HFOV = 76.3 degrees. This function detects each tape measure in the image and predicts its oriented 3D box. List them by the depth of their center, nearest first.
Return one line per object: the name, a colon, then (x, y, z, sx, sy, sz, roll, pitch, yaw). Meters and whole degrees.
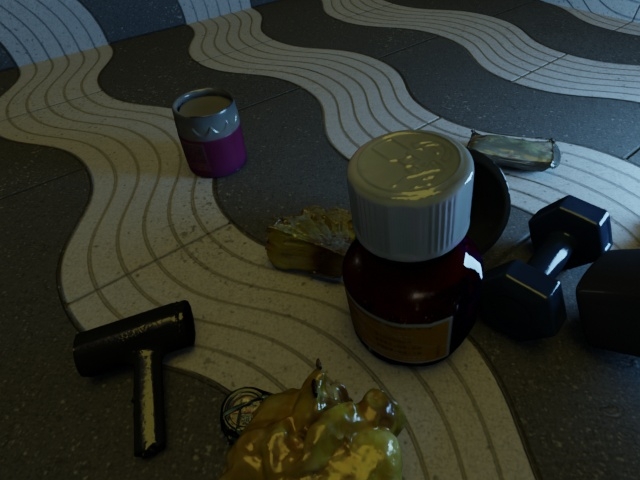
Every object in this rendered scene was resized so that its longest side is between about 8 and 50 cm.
tape measure: (-0.112, 0.280, 0.655, 0.094, 0.054, 0.091, 6, 44, 0)

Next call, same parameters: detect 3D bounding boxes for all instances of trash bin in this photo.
trash bin: (0.597, 0.102, 0.645, 0.209, 0.182, 0.290, -31, 17, -32)

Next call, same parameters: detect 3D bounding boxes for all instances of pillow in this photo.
pillow: (0.538, -0.250, 1.154, 0.255, 0.059, 0.169, 13, 47, 17)

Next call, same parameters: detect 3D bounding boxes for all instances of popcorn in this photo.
popcorn: (0.003, 0.292, 0.540, 0.254, 0.191, 0.190, -33, 13, -11)

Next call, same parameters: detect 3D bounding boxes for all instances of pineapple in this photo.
pineapple: (0.000, 0.000, 0.891, 0.237, 0.114, 0.186, -14, 46, -15)

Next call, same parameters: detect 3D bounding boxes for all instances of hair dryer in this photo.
hair dryer: (-0.305, 0.236, 0.694, 0.197, 0.089, 0.251, -15, 53, -13)

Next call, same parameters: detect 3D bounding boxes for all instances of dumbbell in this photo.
dumbbell: (0.442, 0.047, 0.800, 0.325, 0.160, 0.144, -39, 85, -29)

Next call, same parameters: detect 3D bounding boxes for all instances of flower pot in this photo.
flower pot: (0.260, -0.092, 0.901, 0.269, 0.268, 0.166, 5, 26, 7)

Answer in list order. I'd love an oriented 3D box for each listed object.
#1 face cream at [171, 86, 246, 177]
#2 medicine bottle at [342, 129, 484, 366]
face cream: (-0.308, -0.301, 1.143, 0.175, 0.194, 0.175, -2, 47, 2)
medicine bottle: (0.153, 0.020, 0.672, 0.243, 0.395, 0.242, -4, 43, 4)
